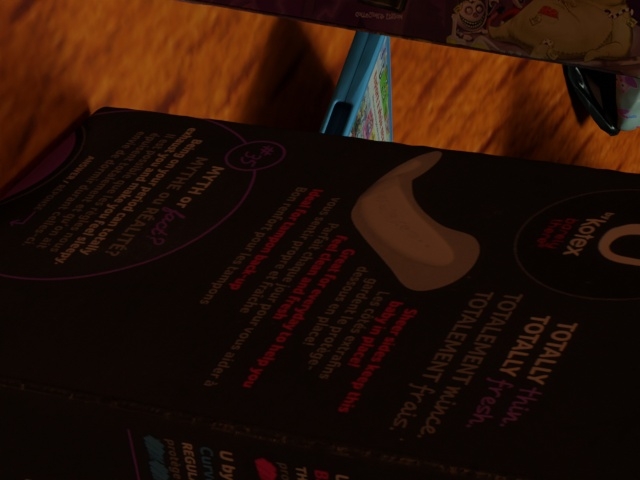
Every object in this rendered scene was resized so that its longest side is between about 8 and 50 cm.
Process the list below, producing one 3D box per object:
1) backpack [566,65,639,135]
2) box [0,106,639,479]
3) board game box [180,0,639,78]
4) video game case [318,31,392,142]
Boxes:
[{"bbox_3d":[0.217,-0.143,1.183,0.152,0.115,0.182,-60,150,-41],"label":"backpack"},{"bbox_3d":[0.011,0.066,0.644,0.165,0.270,0.143,-51,140,-46],"label":"box"},{"bbox_3d":[0.103,-0.112,0.853,0.347,0.208,0.056,-14,109,-63],"label":"board game box"},{"bbox_3d":[0.000,0.000,0.859,0.119,0.015,0.166,83,25,-65],"label":"video game case"}]
